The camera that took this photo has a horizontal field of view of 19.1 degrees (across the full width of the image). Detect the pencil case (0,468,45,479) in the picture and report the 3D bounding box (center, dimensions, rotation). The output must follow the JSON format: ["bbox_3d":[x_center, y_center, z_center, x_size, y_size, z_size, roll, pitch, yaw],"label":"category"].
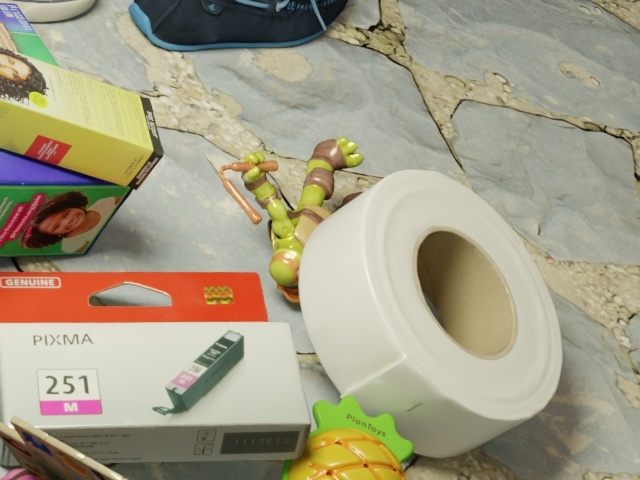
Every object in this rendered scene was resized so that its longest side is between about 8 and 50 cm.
[{"bbox_3d":[-0.282,0.266,1.501,0.095,0.098,0.209,14,28,33],"label":"pencil case"}]

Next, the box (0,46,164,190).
[{"bbox_3d":[-0.261,-0.121,1.767,0.232,0.058,0.087,17,37,-34],"label":"box"}]

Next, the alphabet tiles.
[{"bbox_3d":[-0.162,0.225,1.553,0.237,0.198,0.009,25,65,29],"label":"alphabet tiles"}]

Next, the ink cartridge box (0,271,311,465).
[{"bbox_3d":[-0.163,0.097,1.750,0.275,0.060,0.239,0,46,-15],"label":"ink cartridge box"}]

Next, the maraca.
[{"bbox_3d":[0.027,0.219,1.760,0.127,0.099,0.186,28,42,-9],"label":"maraca"}]

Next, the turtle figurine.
[{"bbox_3d":[0.000,0.000,2.011,0.269,0.087,0.217,49,38,-9],"label":"turtle figurine"}]

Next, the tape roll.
[{"bbox_3d":[0.114,0.073,1.926,0.286,0.100,0.286,28,46,-33],"label":"tape roll"}]

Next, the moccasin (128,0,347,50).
[{"bbox_3d":[-0.071,-0.301,2.280,0.138,0.117,0.342,46,39,18],"label":"moccasin"}]

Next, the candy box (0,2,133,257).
[{"bbox_3d":[-0.377,-0.111,1.811,0.317,0.122,0.268,-4,49,-47],"label":"candy box"}]

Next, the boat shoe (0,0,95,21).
[{"bbox_3d":[-0.378,-0.347,2.076,0.340,0.158,0.127,5,44,-31],"label":"boat shoe"}]
